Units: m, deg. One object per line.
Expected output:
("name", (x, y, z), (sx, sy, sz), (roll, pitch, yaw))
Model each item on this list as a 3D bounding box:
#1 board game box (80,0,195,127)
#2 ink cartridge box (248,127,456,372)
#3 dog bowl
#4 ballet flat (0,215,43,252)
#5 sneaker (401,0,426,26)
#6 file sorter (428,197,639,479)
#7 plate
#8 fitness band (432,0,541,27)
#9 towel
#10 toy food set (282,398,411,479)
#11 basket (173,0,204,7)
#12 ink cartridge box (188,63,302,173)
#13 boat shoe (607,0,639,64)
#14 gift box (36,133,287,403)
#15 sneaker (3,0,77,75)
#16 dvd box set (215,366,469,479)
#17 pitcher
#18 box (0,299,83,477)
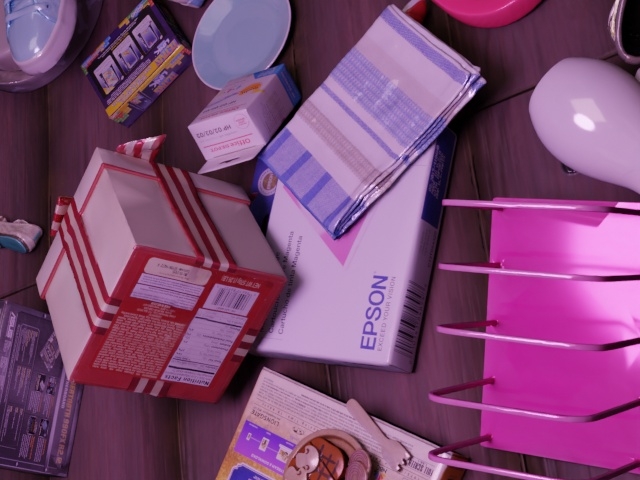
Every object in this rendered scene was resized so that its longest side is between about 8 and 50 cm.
("board game box", (-0.294, -0.290, 1.873), (0.170, 0.048, 0.141), (-42, 56, 14))
("ink cartridge box", (0.000, 0.000, 1.547), (0.330, 0.071, 0.324), (2, 74, 34))
("dog bowl", (-0.527, -0.418, 2.050), (0.349, 0.102, 0.348), (-13, 65, 31))
("ballet flat", (-0.527, -0.014, 1.939), (0.168, 0.057, 0.052), (13, 53, 34))
("sneaker", (0.124, -0.268, 1.575), (0.067, 0.042, 0.118), (38, 104, 42))
("file sorter", (0.232, 0.099, 1.228), (0.202, 0.182, 0.290), (4, 92, 35))
("plate", (-0.117, -0.312, 1.773), (0.188, 0.024, 0.188), (-14, 65, 31))
("fitness band", (0.214, -0.410, 1.565), (0.209, 0.054, 0.291), (-49, 52, 13))
("towel", (0.059, -0.160, 1.510), (0.285, 0.034, 0.209), (-47, 51, 8))
("toy food set", (0.004, 0.286, 1.376), (0.192, 0.038, 0.132), (-51, 53, 7))
("basket", (-0.231, -0.531, 1.820), (0.255, 0.201, 0.288), (30, 101, 39))
("ink cartridge box", (-0.112, -0.172, 1.632), (0.104, 0.061, 0.181), (-13, 28, 31))
("boat shoe", (0.414, -0.336, 1.294), (0.109, 0.091, 0.305), (24, 117, 5))
("gift box", (-0.201, 0.027, 1.527), (0.276, 0.255, 0.258), (-57, 37, 20))
("sneaker", (-0.488, -0.443, 1.872), (0.135, 0.150, 0.365), (-21, 62, 28))
("dvd box set", (-0.028, 0.401, 1.419), (0.308, 0.062, 0.420), (18, 83, 38))
("pitcher", (0.359, -0.138, 1.323), (0.178, 0.125, 0.207), (-46, 63, -2))
("box", (-0.431, 0.218, 1.692), (0.056, 0.183, 0.231), (-3, 72, 33))
